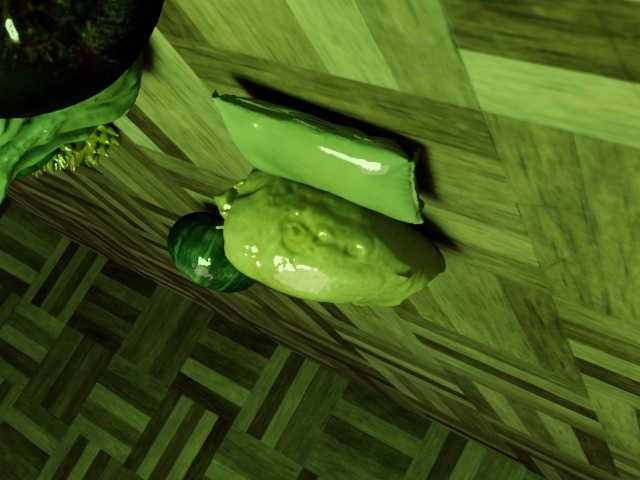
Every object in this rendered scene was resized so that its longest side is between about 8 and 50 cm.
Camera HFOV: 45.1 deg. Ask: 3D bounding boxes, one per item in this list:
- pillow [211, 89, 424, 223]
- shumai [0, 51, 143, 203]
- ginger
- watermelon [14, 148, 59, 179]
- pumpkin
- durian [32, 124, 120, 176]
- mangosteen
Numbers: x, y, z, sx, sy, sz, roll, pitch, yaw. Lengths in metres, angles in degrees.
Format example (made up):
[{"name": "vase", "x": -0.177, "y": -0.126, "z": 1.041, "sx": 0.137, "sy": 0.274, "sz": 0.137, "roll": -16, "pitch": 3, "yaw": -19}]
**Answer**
[{"name": "pillow", "x": -0.001, "y": -0.078, "z": 0.713, "sx": 0.208, "sy": 0.053, "sz": 0.119, "roll": 21, "pitch": 166, "yaw": 23}, {"name": "shumai", "x": -0.339, "y": -0.135, "z": 0.704, "sx": 0.309, "sy": 0.263, "sz": 0.304, "roll": 26, "pitch": 164, "yaw": -22}, {"name": "ginger", "x": 0.000, "y": 0.000, "z": 0.824, "sx": 0.267, "sy": 0.137, "sz": 0.152, "roll": 24, "pitch": 171, "yaw": 5}, {"name": "watermelon", "x": -0.413, "y": -0.166, "z": 0.972, "sx": 0.188, "sy": 0.188, "sz": 0.215, "roll": 39, "pitch": 174, "yaw": -33}, {"name": "pumpkin", "x": -0.167, "y": 0.017, "z": 1.259, "sx": 0.167, "sy": 0.125, "sz": 0.167, "roll": 43, "pitch": -173, "yaw": -7}, {"name": "durian", "x": -0.422, "y": -0.168, "z": 1.178, "sx": 0.187, "sy": 0.153, "sz": 0.261, "roll": 9, "pitch": -166, "yaw": -45}, {"name": "mangosteen", "x": -0.204, "y": -0.184, "z": 0.449, "sx": 0.216, "sy": 0.216, "sz": 0.216, "roll": 28, "pitch": 167, "yaw": 7}]
